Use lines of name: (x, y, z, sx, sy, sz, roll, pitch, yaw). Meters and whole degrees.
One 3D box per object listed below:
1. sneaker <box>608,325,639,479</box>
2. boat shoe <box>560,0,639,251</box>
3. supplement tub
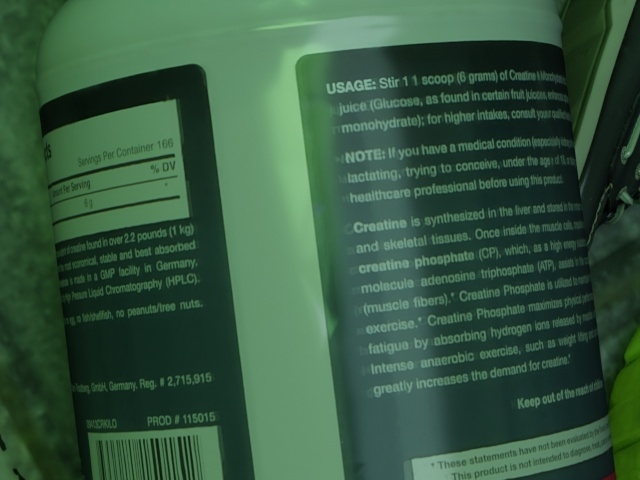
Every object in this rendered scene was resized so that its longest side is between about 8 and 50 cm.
sneaker: (0.192, 0.139, 0.805, 0.123, 0.109, 0.295, 15, 74, -48)
boat shoe: (0.122, -0.040, 0.793, 0.065, 0.075, 0.206, 25, 73, -14)
supplement tub: (0.000, 0.000, 0.680, 0.191, 0.191, 0.272, -6, 88, -21)
